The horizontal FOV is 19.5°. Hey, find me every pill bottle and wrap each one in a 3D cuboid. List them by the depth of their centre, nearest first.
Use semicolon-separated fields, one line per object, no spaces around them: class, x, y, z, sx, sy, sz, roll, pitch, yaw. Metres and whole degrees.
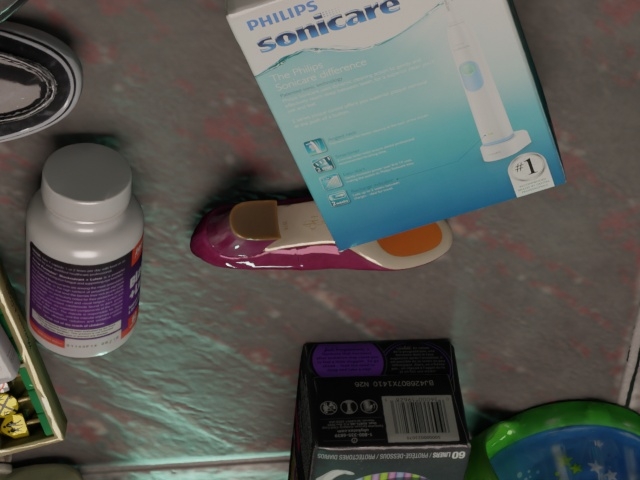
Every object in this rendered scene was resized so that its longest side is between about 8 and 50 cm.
pill bottle;-0.217;0.007;1.714;0.108;0.108;0.193;0;135;-9

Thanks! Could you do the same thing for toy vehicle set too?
toy vehicle set;-0.363;0.092;1.765;0.166;0.035;0.267;-16;115;7

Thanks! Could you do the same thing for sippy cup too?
sippy cup;0.282;0.332;2.039;0.305;0.224;0.240;2;134;-10

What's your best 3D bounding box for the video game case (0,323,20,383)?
video game case;-0.485;0.051;1.704;0.329;0.036;0.300;-19;115;11

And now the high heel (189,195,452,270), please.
high heel;0.000;0.000;1.784;0.244;0.082;0.117;-3;169;-26

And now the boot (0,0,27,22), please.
boot;-0.350;-0.222;1.463;0.338;0.118;0.222;-26;139;23

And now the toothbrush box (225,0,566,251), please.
toothbrush box;0.064;-0.155;1.580;0.216;0.126;0.295;-18;136;10

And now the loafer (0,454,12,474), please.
loafer;-0.387;0.225;1.965;0.125;0.039;0.045;3;168;-8

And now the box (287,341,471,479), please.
box;0.055;0.248;1.974;0.165;0.143;0.270;0;136;-6

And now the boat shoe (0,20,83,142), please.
boat shoe;-0.348;-0.126;1.545;0.301;0.102;0.108;3;107;-8

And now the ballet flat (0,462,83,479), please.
ballet flat;-0.375;0.288;1.994;0.248;0.086;0.086;-9;136;1
